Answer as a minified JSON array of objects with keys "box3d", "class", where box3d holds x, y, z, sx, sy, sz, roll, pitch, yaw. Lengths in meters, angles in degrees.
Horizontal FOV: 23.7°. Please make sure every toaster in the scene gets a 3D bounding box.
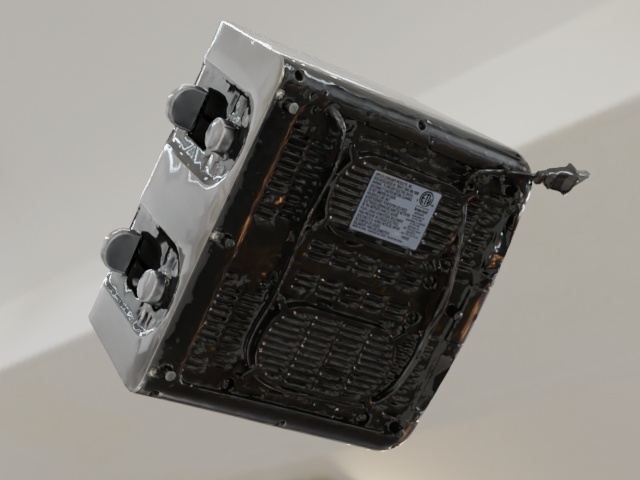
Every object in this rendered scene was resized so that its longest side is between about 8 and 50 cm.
[{"box3d":[0.000,0.000,0.735,0.186,0.168,0.110,18,13,-33],"class":"toaster"}]
